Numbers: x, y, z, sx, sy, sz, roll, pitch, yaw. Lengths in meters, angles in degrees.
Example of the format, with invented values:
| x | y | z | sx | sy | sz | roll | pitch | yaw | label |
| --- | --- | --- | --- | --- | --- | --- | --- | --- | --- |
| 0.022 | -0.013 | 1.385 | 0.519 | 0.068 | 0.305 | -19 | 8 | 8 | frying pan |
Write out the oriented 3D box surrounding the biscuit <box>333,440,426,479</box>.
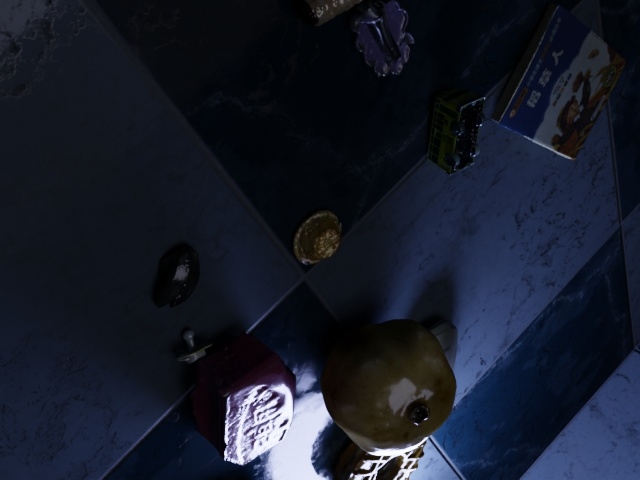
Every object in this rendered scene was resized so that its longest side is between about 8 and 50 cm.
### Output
| x | y | z | sx | sy | sz | roll | pitch | yaw | label |
| --- | --- | --- | --- | --- | --- | --- | --- | --- | --- |
| 0.175 | 0.651 | 2.001 | 0.332 | 0.103 | 0.332 | -24 | 132 | -29 | biscuit |

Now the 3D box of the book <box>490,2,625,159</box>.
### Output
| x | y | z | sx | sy | sz | roll | pitch | yaw | label |
| --- | --- | --- | --- | --- | --- | --- | --- | --- | --- |
| 0.617 | -0.385 | 1.728 | 0.428 | 0.039 | 0.300 | 10 | 111 | -46 | book |

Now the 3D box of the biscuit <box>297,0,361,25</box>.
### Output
| x | y | z | sx | sy | sz | roll | pitch | yaw | label |
| --- | --- | --- | --- | --- | --- | --- | --- | --- | --- |
| 0.055 | -0.432 | 1.172 | 0.219 | 0.055 | 0.061 | -36 | 94 | -19 | biscuit |

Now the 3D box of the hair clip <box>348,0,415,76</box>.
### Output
| x | y | z | sx | sy | sz | roll | pitch | yaw | label |
| --- | --- | --- | --- | --- | --- | --- | --- | --- | --- |
| 0.126 | -0.384 | 1.279 | 0.124 | 0.052 | 0.195 | -45 | 144 | 1 | hair clip |

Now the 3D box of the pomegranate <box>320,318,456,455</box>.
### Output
| x | y | z | sx | sy | sz | roll | pitch | yaw | label |
| --- | --- | --- | --- | --- | --- | --- | --- | --- | --- |
| 0.167 | 0.350 | 1.632 | 0.333 | 0.332 | 0.332 | -23 | 131 | -29 | pomegranate |

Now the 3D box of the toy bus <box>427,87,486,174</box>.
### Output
| x | y | z | sx | sy | sz | roll | pitch | yaw | label |
| --- | --- | --- | --- | --- | --- | --- | --- | --- | --- |
| 0.294 | -0.243 | 1.487 | 0.088 | 0.101 | 0.175 | -26 | 137 | -27 | toy bus |

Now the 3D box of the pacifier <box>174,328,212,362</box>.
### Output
| x | y | z | sx | sy | sz | roll | pitch | yaw | label |
| --- | --- | --- | --- | --- | --- | --- | --- | --- | --- |
| -0.258 | 0.207 | 1.348 | 0.083 | 0.068 | 0.064 | -22 | 98 | -53 | pacifier |

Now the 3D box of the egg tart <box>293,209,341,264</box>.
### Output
| x | y | z | sx | sy | sz | roll | pitch | yaw | label |
| --- | --- | --- | --- | --- | --- | --- | --- | --- | --- |
| 0.000 | 0.000 | 1.430 | 0.129 | 0.049 | 0.128 | -21 | 129 | -29 | egg tart |

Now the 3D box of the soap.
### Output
| x | y | z | sx | sy | sz | roll | pitch | yaw | label |
| --- | --- | --- | --- | --- | --- | --- | --- | --- | --- |
| -0.162 | 0.348 | 1.450 | 0.220 | 0.127 | 0.324 | -25 | 141 | -34 | soap |

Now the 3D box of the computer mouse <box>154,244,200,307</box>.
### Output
| x | y | z | sx | sy | sz | roll | pitch | yaw | label |
| --- | --- | --- | --- | --- | --- | --- | --- | --- | --- |
| -0.260 | 0.073 | 1.247 | 0.079 | 0.047 | 0.135 | 7 | 114 | -44 | computer mouse |

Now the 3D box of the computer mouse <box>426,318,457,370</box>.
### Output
| x | y | z | sx | sy | sz | roll | pitch | yaw | label |
| --- | --- | --- | --- | --- | --- | --- | --- | --- | --- |
| 0.316 | 0.368 | 1.942 | 0.197 | 0.095 | 0.330 | -24 | 132 | -23 | computer mouse |
